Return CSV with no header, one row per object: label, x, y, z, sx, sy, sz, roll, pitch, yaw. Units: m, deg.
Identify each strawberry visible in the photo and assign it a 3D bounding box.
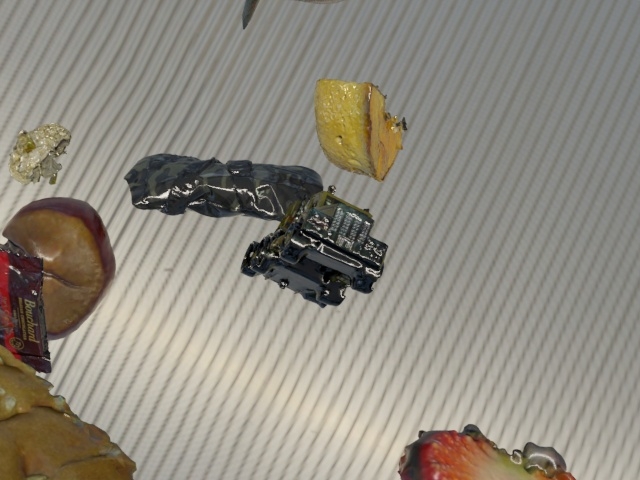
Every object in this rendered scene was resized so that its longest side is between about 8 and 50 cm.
strawberry,0.185,0.340,1.134,0.234,0.306,0.137,21,119,-10

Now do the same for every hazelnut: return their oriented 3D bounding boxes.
hazelnut,-0.388,0.037,1.514,0.181,0.181,0.212,27,89,-49

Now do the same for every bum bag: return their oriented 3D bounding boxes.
bum bag,-0.162,-0.086,1.727,0.341,0.144,0.095,7,123,8

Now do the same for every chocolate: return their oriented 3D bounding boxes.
chocolate,-0.356,0.084,1.235,0.086,0.028,0.182,14,123,8

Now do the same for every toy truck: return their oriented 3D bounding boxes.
toy truck,-0.001,0.004,1.324,0.127,0.257,0.127,27,78,-12

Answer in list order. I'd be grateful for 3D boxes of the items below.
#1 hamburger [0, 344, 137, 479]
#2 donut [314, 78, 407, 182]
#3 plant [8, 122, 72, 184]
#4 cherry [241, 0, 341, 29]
hamburger,-0.200,0.159,0.486,0.309,0.132,0.211,45,34,16
donut,0.022,-0.066,0.588,0.038,0.083,0.067,4,117,17
plant,-0.467,-0.136,1.813,0.117,0.122,0.104,-19,54,10
cherry,-0.043,-0.341,1.011,0.255,0.218,0.296,2,113,-16
